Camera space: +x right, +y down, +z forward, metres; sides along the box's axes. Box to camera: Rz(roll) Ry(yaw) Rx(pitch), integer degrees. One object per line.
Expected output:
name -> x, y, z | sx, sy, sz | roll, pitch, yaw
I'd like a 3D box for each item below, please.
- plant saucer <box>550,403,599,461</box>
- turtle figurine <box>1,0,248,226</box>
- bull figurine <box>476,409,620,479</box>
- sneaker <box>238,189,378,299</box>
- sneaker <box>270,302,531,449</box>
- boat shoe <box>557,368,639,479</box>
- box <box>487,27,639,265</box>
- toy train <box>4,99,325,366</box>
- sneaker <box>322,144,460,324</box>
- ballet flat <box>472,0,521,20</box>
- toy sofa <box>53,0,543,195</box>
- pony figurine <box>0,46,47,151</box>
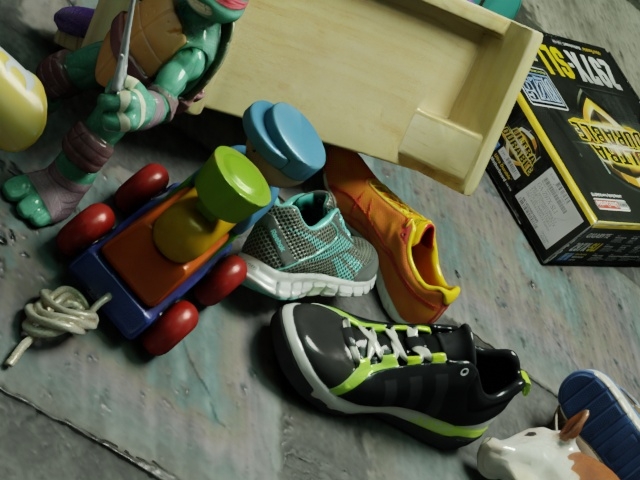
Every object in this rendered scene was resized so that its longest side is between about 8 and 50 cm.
plant saucer -> 0.245, 0.208, 1.456 | 0.168, 0.029, 0.168 | 37, 31, -26
turtle figurine -> -0.120, -0.120, 1.084 | 0.118, 0.234, 0.175 | 24, 38, -37
bull figurine -> 0.225, 0.271, 1.278 | 0.310, 0.101, 0.188 | 49, 32, 0
sneaker -> 0.000, 0.000, 1.271 | 0.065, 0.076, 0.166 | 25, 14, 26
sneaker -> 0.064, 0.081, 1.265 | 0.234, 0.097, 0.084 | 22, 39, -43
boat shoe -> 0.269, 0.182, 1.420 | 0.066, 0.066, 0.183 | 3, 54, -56
box -> 0.270, -0.098, 1.810 | 0.322, 0.079, 0.257 | 3, 52, -55
toy train -> -0.091, -0.002, 1.085 | 0.105, 0.143, 0.248 | 49, 27, -2
sneaker -> 0.059, -0.012, 1.404 | 0.064, 0.067, 0.175 | -3, 57, -55
ballet flat -> 0.141, -0.262, 1.815 | 0.077, 0.091, 0.241 | 35, 19, 18
toy sofa -> -0.013, -0.158, 1.307 | 0.177, 0.150, 0.362 | 30, 11, 40
pony figurine -> -0.311, -0.240, 0.959 | 0.363, 0.302, 0.351 | 38, 36, -54
